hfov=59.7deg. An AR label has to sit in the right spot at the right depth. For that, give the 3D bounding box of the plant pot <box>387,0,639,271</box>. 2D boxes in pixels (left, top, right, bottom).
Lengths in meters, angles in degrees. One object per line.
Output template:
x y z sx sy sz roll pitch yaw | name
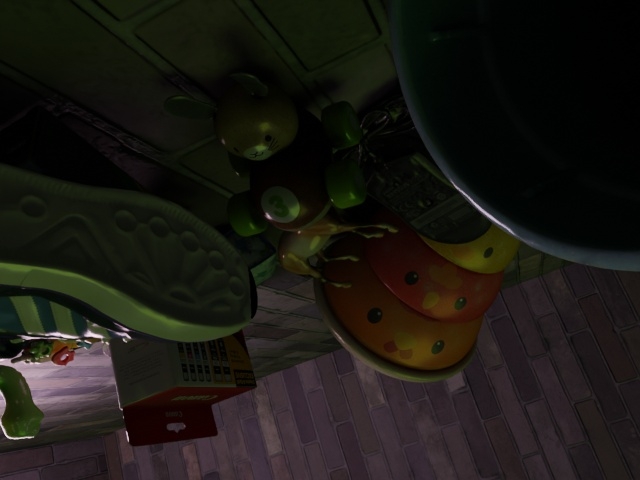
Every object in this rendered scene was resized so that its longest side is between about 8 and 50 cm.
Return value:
0.283 -0.190 0.387 0.334 0.341 0.341 -18 164 -29 | plant pot

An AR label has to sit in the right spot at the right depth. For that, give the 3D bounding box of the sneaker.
-0.251 0.050 0.533 0.236 0.130 0.323 -30 144 36 | sneaker

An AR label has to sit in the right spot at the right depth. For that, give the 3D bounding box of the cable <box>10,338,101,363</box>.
-0.505 0.223 1.191 0.139 0.072 0.287 -28 158 34 | cable

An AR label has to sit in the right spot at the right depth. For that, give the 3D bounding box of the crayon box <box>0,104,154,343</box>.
-0.268 0.017 0.644 0.203 0.083 0.323 -24 143 17 | crayon box

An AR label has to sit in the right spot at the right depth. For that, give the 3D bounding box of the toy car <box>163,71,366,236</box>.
-0.062 -0.104 0.579 0.155 0.148 0.188 -15 153 24 | toy car

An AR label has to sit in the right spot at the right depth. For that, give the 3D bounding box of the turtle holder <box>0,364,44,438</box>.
-0.703 0.319 1.008 0.243 0.227 0.320 -14 164 6 | turtle holder

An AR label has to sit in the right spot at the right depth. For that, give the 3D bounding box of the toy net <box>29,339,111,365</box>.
-0.448 0.207 1.116 0.045 0.122 0.232 20 171 37 | toy net

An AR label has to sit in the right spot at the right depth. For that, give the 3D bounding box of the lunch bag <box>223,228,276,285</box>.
-0.156 0.048 0.949 0.151 0.096 0.129 -37 166 -15 | lunch bag

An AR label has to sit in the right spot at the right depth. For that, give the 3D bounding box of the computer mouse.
0.138 -0.095 0.777 0.272 0.072 0.188 37 135 -27 | computer mouse

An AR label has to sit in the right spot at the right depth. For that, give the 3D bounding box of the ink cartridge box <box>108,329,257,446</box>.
-0.266 0.254 1.130 0.130 0.271 0.309 -24 159 15 | ink cartridge box

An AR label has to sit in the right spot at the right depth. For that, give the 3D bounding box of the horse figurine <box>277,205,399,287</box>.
0.000 0.000 0.884 0.175 0.066 0.263 15 143 -16 | horse figurine

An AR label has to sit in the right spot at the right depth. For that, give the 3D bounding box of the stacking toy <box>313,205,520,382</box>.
0.220 -0.015 0.965 0.351 0.350 0.479 -6 140 -34 | stacking toy
